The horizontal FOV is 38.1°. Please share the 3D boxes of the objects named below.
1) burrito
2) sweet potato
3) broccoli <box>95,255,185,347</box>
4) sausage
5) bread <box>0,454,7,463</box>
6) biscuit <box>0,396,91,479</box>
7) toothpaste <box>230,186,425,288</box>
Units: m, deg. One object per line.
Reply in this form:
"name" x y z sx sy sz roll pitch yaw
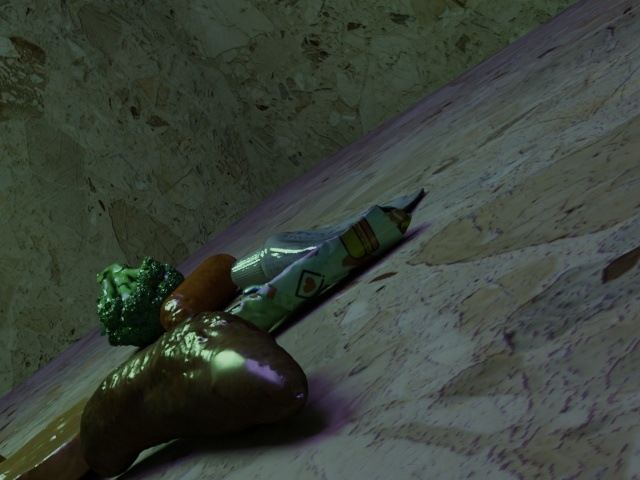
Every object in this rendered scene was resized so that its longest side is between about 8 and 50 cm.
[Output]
"burrito" -0.030 0.048 0.998 0.288 0.054 0.104 -36 6 -6
"sweet potato" -0.093 0.113 0.722 0.341 0.092 0.114 -28 35 50
"broccoli" -0.323 0.113 1.660 0.195 0.156 0.195 -42 -25 -25
"sausage" -0.186 0.085 1.463 0.076 0.076 0.197 -31 9 32
"bread" -0.427 0.308 1.171 0.085 0.053 0.085 -55 1 1
"biscuit" -0.317 0.264 0.925 0.275 0.052 0.355 -30 9 40
"toothpaste" 0.000 0.001 1.201 0.283 0.068 0.099 -24 39 30
